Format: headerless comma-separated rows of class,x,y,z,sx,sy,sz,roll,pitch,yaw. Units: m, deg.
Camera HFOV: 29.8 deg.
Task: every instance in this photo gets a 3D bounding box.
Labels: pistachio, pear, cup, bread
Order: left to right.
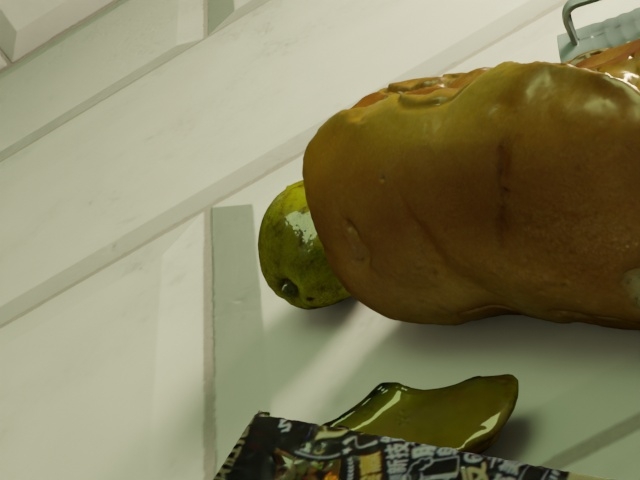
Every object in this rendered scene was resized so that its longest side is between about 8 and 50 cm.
pear,0.000,0.000,1.022,0.107,0.107,0.131,-9,31,42
pistachio,0.054,0.133,0.786,0.173,0.049,0.089,-20,33,13
bread,0.140,-0.031,0.815,0.344,0.195,0.149,-4,32,51
cup,0.255,-0.150,0.963,0.129,0.128,0.095,-22,25,18

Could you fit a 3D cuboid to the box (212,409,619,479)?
box,0.055,0.198,0.547,0.310,0.084,0.198,4,48,37
